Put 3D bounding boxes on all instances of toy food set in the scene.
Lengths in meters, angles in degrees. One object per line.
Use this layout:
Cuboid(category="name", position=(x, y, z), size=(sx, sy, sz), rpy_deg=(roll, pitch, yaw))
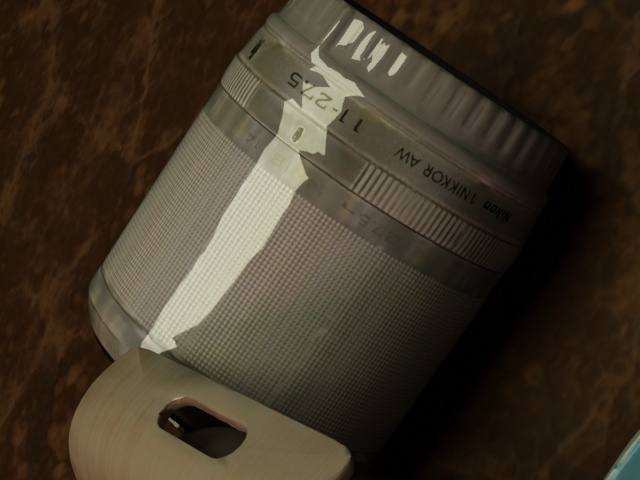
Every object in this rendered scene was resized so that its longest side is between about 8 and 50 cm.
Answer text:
Cuboid(category="toy food set", position=(-0.019, 0.220, 0.826), size=(0.092, 0.306, 0.219), rpy_deg=(-30, 26, -28))

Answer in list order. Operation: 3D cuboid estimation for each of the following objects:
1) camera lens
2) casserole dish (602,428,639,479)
Cuboid(category="camera lens", position=(0.000, 0.000, 0.956), size=(0.274, 0.219, 0.219), rpy_deg=(-56, 37, 9))
Cuboid(category="casserole dish", position=(0.203, 0.159, 0.768), size=(0.114, 0.037, 0.188), rpy_deg=(-57, 38, 9))
